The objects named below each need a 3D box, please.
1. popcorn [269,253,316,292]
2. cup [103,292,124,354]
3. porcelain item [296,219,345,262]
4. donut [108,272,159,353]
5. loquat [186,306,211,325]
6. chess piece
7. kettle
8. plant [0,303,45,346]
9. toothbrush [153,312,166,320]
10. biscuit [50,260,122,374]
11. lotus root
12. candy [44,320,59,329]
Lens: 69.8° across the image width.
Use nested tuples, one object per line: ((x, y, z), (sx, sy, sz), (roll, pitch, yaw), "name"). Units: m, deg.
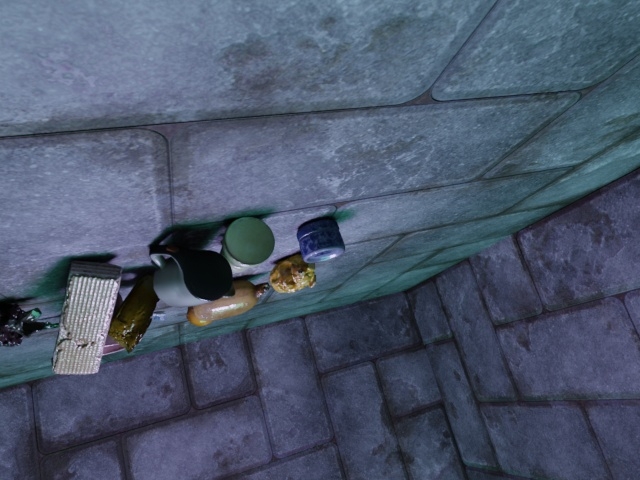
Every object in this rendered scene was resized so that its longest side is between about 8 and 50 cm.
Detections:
((-0.104, 0.130, 1.861), (0.194, 0.140, 0.163), (-35, 150, 25), "popcorn")
((-0.801, 0.300, 1.611), (0.252, 0.201, 0.191), (-22, 164, 18), "cup")
((0.000, 0.000, 1.524), (0.147, 0.114, 0.147), (-14, 163, -4), "porcelain item")
((-0.599, 0.223, 1.504), (0.107, 0.272, 0.272), (32, 144, -17), "donut")
((-0.534, 0.319, 2.074), (0.141, 0.141, 0.141), (-15, 165, -4), "loquat")
((-0.241, 0.030, 1.384), (0.144, 0.145, 0.251), (-9, 170, -24), "chess piece")
((-0.390, 0.096, 1.332), (0.240, 0.165, 0.255), (42, 152, -23), "kettle")
((-0.984, 0.264, 1.427), (0.203, 0.131, 0.142), (-4, 162, -8), "plant")
((-0.858, 0.340, 2.033), (0.040, 0.040, 0.386), (-26, 159, 33), "toothbrush")
((-0.699, 0.241, 1.356), (0.144, 0.078, 0.426), (9, 123, -28), "biscuit")
((-0.381, 0.251, 1.960), (0.342, 0.152, 0.169), (-12, 165, -6), "lotus root")
((-1.033, 0.321, 1.719), (0.323, 0.097, 0.097), (-1, 161, -22), "candy")
